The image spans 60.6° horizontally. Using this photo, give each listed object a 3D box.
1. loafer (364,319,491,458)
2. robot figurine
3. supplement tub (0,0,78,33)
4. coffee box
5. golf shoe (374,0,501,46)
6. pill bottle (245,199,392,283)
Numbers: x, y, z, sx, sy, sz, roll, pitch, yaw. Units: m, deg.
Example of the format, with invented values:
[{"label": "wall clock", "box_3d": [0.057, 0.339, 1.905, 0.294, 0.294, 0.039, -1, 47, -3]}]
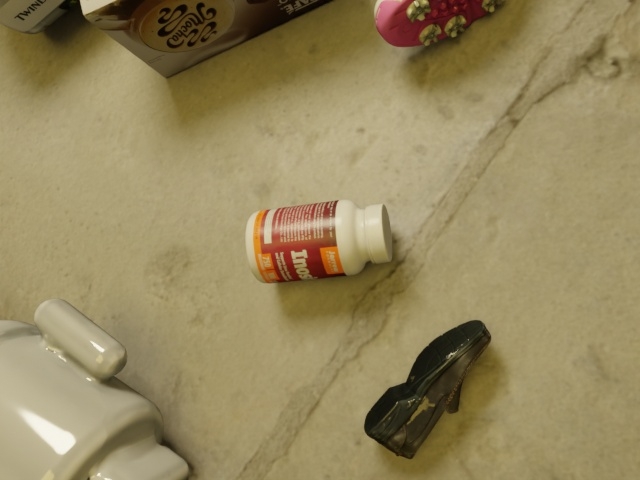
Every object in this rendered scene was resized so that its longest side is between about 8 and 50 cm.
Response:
[{"label": "loafer", "box_3d": [0.123, 0.157, 0.581, 0.061, 0.062, 0.170, 42, 99, -6]}, {"label": "robot figurine", "box_3d": [-0.325, 0.221, 0.617, 0.353, 0.200, 0.300, 27, 90, 17]}, {"label": "supplement tub", "box_3d": [-0.335, -0.437, 0.708, 0.316, 0.193, 0.193, -34, 75, 10]}, {"label": "coffee box", "box_3d": [-0.114, -0.331, 0.646, 0.297, 0.168, 0.119, -20, 78, 12]}, {"label": "golf shoe", "box_3d": [0.171, -0.340, 0.608, 0.306, 0.115, 0.140, -37, 64, 2]}, {"label": "pill bottle", "box_3d": [0.000, 0.000, 0.614, 0.152, 0.086, 0.086, -7, 81, 15]}]
